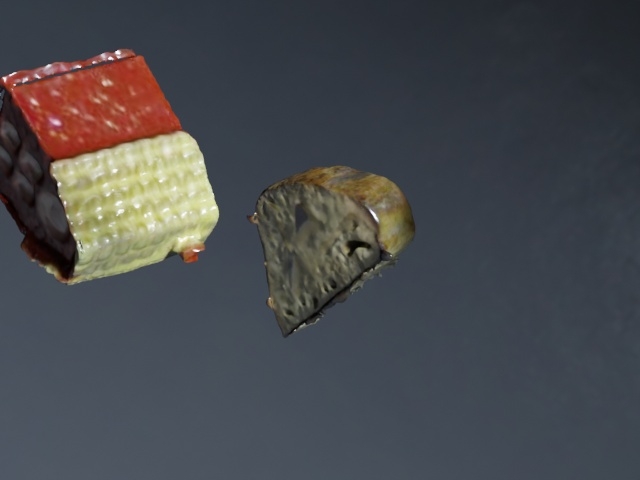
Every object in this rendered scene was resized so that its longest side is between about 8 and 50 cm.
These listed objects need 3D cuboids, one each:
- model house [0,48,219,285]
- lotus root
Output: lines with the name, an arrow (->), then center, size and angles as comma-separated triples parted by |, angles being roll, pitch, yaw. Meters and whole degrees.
model house -> -0.244, -0.066, 1.886 | 0.196, 0.160, 0.254 | -18, 62, -36
lotus root -> 0.000, 0.000, 1.959 | 0.260, 0.074, 0.170 | -30, -86, 50
